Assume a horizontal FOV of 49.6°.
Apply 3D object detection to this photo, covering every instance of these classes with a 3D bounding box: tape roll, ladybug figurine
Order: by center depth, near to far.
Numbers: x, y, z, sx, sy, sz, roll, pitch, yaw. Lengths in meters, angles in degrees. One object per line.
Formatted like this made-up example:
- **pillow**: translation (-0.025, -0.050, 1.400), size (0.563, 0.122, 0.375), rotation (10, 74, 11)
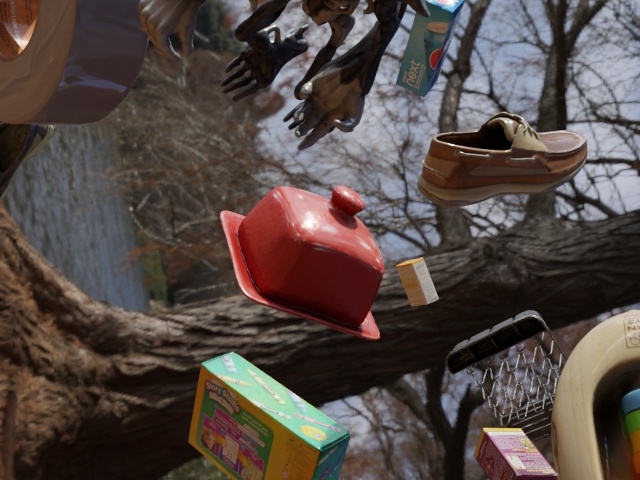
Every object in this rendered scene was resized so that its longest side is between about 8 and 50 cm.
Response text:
- **tape roll**: translation (-0.241, -0.211, 0.604), size (0.219, 0.072, 0.219), rotation (5, -82, 40)
- **ladybug figurine**: translation (0.500, 0.307, 1.003), size (0.162, 0.305, 0.449), rotation (55, 35, -45)

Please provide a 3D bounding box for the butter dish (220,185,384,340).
- **butter dish**: translation (0.000, 0.000, 0.675), size (0.118, 0.160, 0.160), rotation (-56, -149, 21)

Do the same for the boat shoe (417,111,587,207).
- **boat shoe**: translation (0.310, -0.144, 1.130), size (0.123, 0.324, 0.116), rotation (43, -38, 49)

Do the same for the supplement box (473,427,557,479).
- **supplement box**: translation (0.222, 0.258, 0.796), size (0.083, 0.055, 0.043), rotation (-122, -139, -63)

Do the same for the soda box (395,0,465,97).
- **soda box**: translation (0.217, -0.393, 1.379), size (0.071, 0.067, 0.210), rotation (30, -35, 13)

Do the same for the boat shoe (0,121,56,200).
- **boat shoe**: translation (-0.488, -0.117, 1.027), size (0.080, 0.223, 0.073), rotation (49, 14, -1)

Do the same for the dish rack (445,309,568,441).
- **dish rack**: translation (0.401, 0.280, 1.360), size (0.271, 0.208, 0.074), rotation (55, 25, -7)

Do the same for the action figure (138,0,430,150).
- **action figure**: translation (-0.021, -0.145, 0.468), size (0.164, 0.141, 0.276), rotation (37, -9, 5)

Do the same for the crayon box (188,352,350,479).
- **crayon box**: translation (-0.094, 0.327, 1.148), size (0.278, 0.081, 0.165), rotation (27, -65, 34)

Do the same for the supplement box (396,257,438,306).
- **supplement box**: translation (0.212, 0.092, 1.520), size (0.062, 0.036, 0.098), rotation (-17, -86, 61)
